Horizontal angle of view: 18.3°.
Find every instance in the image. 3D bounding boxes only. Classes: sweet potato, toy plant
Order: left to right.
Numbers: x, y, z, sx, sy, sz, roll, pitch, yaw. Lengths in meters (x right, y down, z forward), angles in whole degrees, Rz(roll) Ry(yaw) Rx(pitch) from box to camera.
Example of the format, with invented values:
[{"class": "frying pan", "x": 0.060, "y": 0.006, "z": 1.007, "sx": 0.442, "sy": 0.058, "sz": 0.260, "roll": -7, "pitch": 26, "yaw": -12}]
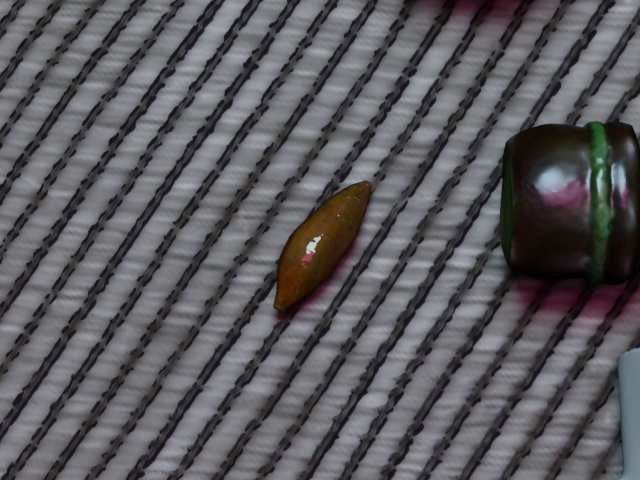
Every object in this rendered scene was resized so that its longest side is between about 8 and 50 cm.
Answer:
[{"class": "sweet potato", "x": 0.000, "y": 0.000, "z": 1.140, "sx": 0.034, "sy": 0.034, "sz": 0.095, "roll": 31, "pitch": 74, "yaw": 10}, {"class": "toy plant", "x": 0.185, "y": -0.021, "z": 1.114, "sx": 0.162, "sy": 0.093, "sz": 0.092, "roll": -1, "pitch": 73, "yaw": -2}]

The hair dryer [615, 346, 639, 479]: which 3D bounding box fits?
[{"class": "hair dryer", "x": 0.117, "y": 0.138, "z": 1.093, "sx": 0.183, "sy": 0.044, "sz": 0.154, "roll": -1, "pitch": 71, "yaw": 4}]
